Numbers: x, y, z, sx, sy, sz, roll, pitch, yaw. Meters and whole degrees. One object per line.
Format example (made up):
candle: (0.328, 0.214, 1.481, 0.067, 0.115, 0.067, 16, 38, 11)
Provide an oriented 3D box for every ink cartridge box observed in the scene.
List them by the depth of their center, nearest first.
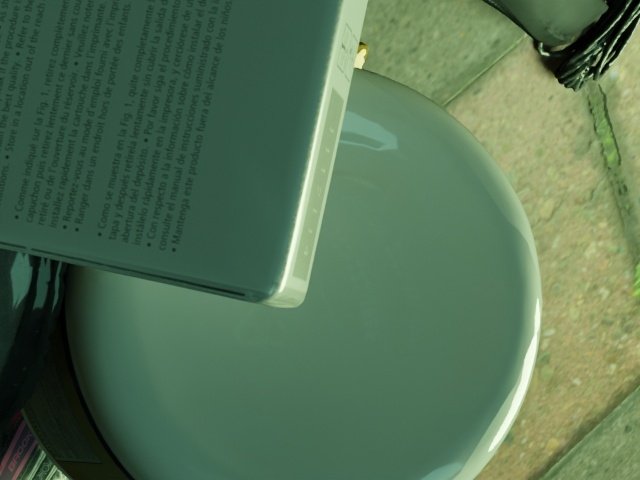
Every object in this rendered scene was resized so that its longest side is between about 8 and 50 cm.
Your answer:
ink cartridge box: (-0.105, -0.143, 0.665, 0.066, 0.261, 0.296, 29, 73, -80)

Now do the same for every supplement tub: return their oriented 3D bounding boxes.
supplement tub: (-0.045, 0.043, 0.871, 0.228, 0.316, 0.228, 2, 83, -18)

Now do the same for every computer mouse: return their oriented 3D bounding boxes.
computer mouse: (0.172, -0.200, 1.105, 0.272, 0.072, 0.188, 15, 111, -48)

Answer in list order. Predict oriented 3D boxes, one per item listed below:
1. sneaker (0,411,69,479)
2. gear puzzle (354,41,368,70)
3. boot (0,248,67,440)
sneaker: (-0.285, 0.188, 0.975, 0.299, 0.121, 0.112, -24, 106, -26)
gear puzzle: (0.000, 0.000, 1.135, 0.175, 0.044, 0.339, -29, 134, -21)
boot: (-0.277, 0.056, 0.753, 0.222, 0.118, 0.338, 16, 132, -35)
